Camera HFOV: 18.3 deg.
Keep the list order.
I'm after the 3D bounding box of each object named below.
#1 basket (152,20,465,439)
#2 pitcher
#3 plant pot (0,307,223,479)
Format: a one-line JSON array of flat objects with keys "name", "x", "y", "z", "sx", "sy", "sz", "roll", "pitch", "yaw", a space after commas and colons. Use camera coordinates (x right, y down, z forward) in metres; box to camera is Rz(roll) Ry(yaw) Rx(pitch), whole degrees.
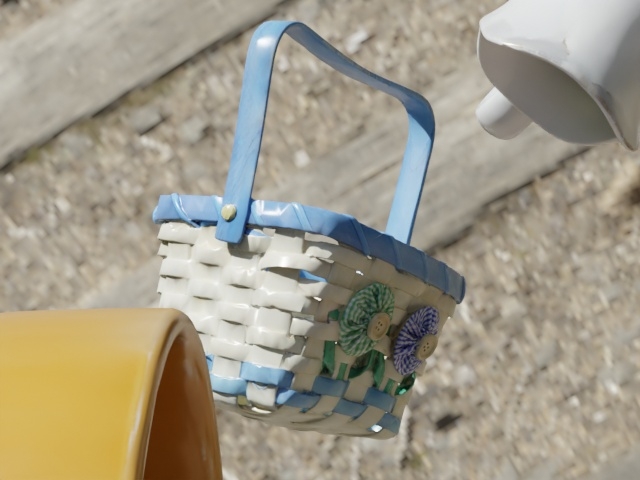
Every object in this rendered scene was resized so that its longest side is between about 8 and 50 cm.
[{"name": "basket", "x": 0.000, "y": 0.000, "z": 1.519, "sx": 0.201, "sy": 0.254, "sz": 0.289, "roll": 2, "pitch": 80, "yaw": 33}, {"name": "pitcher", "x": 0.149, "y": -0.133, "z": 0.890, "sx": 0.207, "sy": 0.125, "sz": 0.178, "roll": -52, "pitch": 7, "yaw": -9}, {"name": "plant pot", "x": -0.124, "y": 0.119, "z": 0.466, "sx": 0.188, "sy": 0.205, "sz": 0.205, "roll": 0, "pitch": 52, "yaw": 3}]
